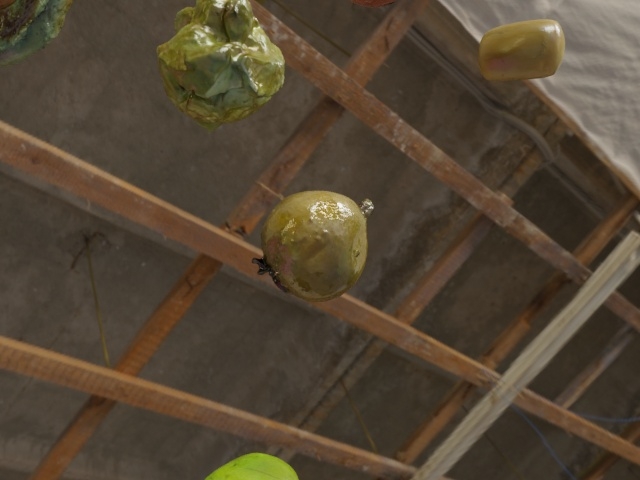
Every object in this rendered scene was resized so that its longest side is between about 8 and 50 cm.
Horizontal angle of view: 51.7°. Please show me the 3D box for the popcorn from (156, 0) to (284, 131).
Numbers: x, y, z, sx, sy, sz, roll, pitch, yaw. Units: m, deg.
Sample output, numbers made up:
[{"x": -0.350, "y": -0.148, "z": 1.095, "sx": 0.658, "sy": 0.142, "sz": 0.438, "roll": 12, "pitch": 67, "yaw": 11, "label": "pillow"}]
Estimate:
[{"x": -0.217, "y": -0.379, "z": 1.392, "sx": 0.276, "sy": 0.226, "sz": 0.276, "roll": 13, "pitch": -110, "yaw": -39, "label": "popcorn"}]

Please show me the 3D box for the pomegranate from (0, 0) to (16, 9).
[{"x": -0.436, "y": -0.375, "z": 0.803, "sx": 0.191, "sy": 0.191, "sz": 0.191, "roll": -12, "pitch": -56, "yaw": -19, "label": "pomegranate"}]

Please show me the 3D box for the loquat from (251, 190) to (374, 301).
[{"x": 0.000, "y": 0.000, "z": 0.991, "sx": 0.204, "sy": 0.149, "sz": 0.172, "roll": -41, "pitch": -57, "yaw": -16, "label": "loquat"}]

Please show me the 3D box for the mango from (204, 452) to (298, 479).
[{"x": -0.095, "y": 0.365, "z": 0.946, "sx": 0.163, "sy": 0.117, "sz": 0.089, "roll": -2, "pitch": -62, "yaw": -61, "label": "mango"}]

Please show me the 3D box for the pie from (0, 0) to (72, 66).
[{"x": -0.474, "y": -0.382, "z": 1.035, "sx": 0.240, "sy": 0.240, "sz": 0.054, "roll": -49, "pitch": -30, "yaw": 9, "label": "pie"}]

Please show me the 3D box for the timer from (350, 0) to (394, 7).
[{"x": 0.106, "y": -0.573, "z": 1.263, "sx": 0.230, "sy": 0.214, "sz": 0.229, "roll": -24, "pitch": -18, "yaw": -9, "label": "timer"}]

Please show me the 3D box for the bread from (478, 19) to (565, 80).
[{"x": 0.497, "y": -0.479, "z": 1.658, "sx": 0.098, "sy": 0.217, "sz": 0.147, "roll": 12, "pitch": -100, "yaw": -56, "label": "bread"}]
